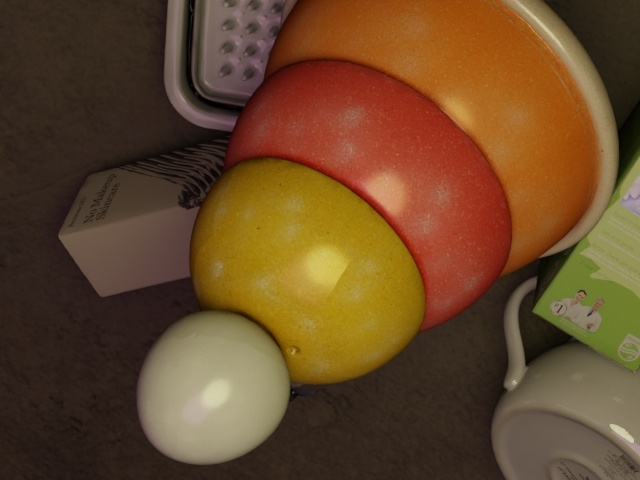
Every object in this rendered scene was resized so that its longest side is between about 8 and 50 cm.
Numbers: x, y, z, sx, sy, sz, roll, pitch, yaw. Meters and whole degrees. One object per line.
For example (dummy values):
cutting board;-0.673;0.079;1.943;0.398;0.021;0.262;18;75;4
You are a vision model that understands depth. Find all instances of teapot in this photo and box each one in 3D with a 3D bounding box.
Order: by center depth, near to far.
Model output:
teapot;0.308;0.185;1.624;0.252;0.187;0.256;18;139;34

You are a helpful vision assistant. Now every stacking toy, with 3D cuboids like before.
stacking toy;0.000;0.000;1.332;0.350;0.480;0.350;27;144;22

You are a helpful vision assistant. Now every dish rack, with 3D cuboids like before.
dish rack;0.016;-0.240;1.592;0.333;0.072;0.285;8;110;8

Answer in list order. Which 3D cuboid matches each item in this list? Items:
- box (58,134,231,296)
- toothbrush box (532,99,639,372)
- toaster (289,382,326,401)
box;-0.123;-0.033;1.627;0.275;0.113;0.094;-14;126;25
toothbrush box;0.331;-0.045;1.526;0.122;0.206;0.283;30;110;0
toaster;0.008;0.057;1.664;0.227;0.129;0.146;-33;95;21
